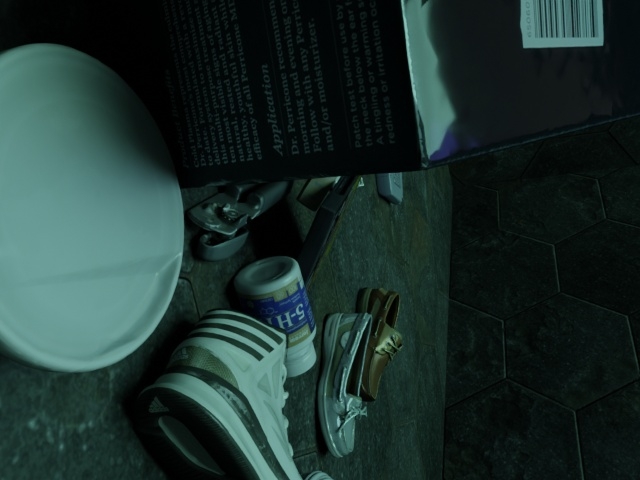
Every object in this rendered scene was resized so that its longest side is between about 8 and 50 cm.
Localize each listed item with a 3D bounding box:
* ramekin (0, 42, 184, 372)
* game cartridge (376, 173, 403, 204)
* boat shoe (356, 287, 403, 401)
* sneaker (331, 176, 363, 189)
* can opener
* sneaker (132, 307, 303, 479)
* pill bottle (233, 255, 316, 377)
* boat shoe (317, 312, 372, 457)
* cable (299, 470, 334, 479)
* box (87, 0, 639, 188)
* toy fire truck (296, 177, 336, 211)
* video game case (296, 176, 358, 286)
[{"bbox_3d":[-0.248,-0.021,0.500,0.273,0.127,0.272,-6,90,-70],"label":"ramekin"},{"bbox_3d":[0.233,-0.283,1.953,0.196,0.060,0.294,25,61,-70],"label":"game cartridge"},{"bbox_3d":[0.154,0.261,1.504,0.122,0.120,0.324,59,32,-48],"label":"boat shoe"},{"bbox_3d":[0.068,-0.155,1.468,0.152,0.061,0.053,-19,104,-68],"label":"sneaker"},{"bbox_3d":[-0.129,-0.050,0.938,0.095,0.076,0.283,-68,171,24],"label":"can opener"},{"bbox_3d":[-0.066,0.285,0.827,0.447,0.169,0.257,67,28,-27],"label":"sneaker"},{"bbox_3d":[-0.069,0.131,0.959,0.112,0.112,0.186,-59,138,-58],"label":"pill bottle"},{"bbox_3d":[0.061,0.316,1.268,0.118,0.103,0.320,51,39,-56],"label":"boat shoe"},{"bbox_3d":[-0.023,0.547,1.012,0.257,0.089,0.257,-70,147,-47],"label":"cable"},{"bbox_3d":[0.062,-0.243,0.670,0.480,0.472,0.297,-18,105,-40],"label":"box"},{"bbox_3d":[-0.023,-0.202,1.017,0.158,0.217,0.246,124,-23,-45],"label":"toy fire truck"},{"bbox_3d":[0.000,0.000,1.080,0.248,0.035,0.275,-58,172,-58],"label":"video game case"}]
